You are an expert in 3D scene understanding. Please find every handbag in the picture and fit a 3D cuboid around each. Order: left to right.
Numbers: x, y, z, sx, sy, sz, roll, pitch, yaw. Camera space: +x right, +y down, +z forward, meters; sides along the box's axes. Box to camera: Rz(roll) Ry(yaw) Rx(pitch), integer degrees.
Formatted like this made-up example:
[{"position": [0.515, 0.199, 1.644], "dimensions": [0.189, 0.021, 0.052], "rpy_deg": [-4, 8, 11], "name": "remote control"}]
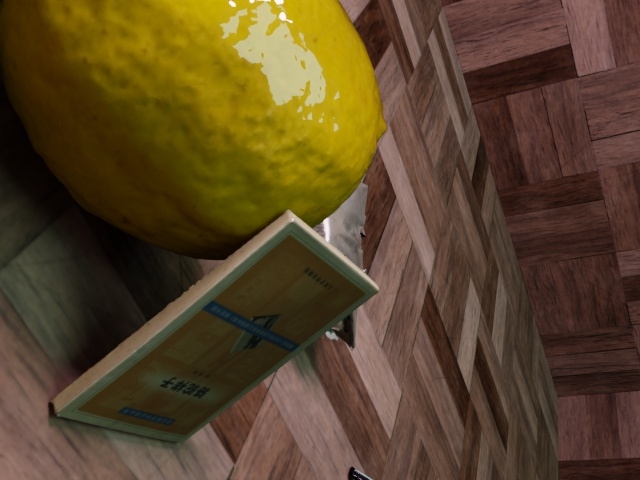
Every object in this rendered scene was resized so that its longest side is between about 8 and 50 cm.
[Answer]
[{"position": [0.000, 0.000, 0.916], "dimensions": [0.183, 0.117, 0.270], "rpy_deg": [27, 55, -44], "name": "handbag"}]

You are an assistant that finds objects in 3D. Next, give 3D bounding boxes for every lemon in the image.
[{"position": [-0.104, -0.126, 0.573], "dimensions": [0.316, 0.285, 0.285], "rpy_deg": [8, 69, -27], "name": "lemon"}]

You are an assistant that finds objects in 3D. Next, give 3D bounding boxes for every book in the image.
[{"position": [-0.077, 0.086, 0.592], "dimensions": [0.018, 0.242, 0.170], "rpy_deg": [57, 10, 34], "name": "book"}]

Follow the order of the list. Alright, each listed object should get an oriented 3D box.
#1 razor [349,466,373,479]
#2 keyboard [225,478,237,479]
[{"position": [0.036, 0.414, 0.911], "dimensions": [0.082, 0.042, 0.253], "rpy_deg": [31, 35, 0], "name": "razor"}, {"position": [-0.050, 0.319, 0.790], "dimensions": [0.231, 0.023, 0.072], "rpy_deg": [42, 50, -52], "name": "keyboard"}]
